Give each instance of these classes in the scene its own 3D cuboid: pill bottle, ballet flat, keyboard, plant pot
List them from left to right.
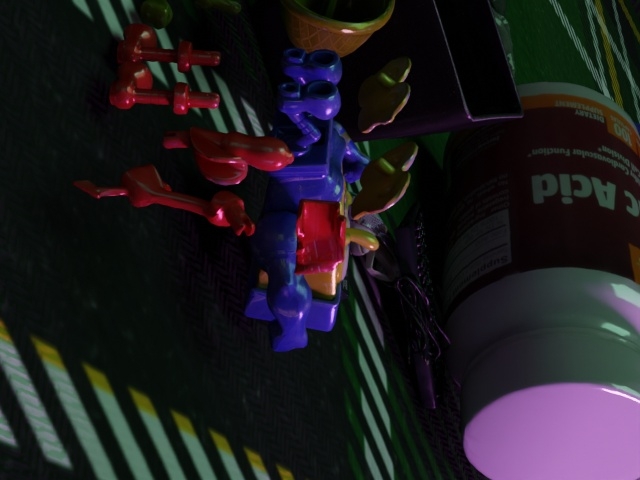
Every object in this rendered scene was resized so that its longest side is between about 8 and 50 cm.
[{"bbox_3d":[0.045,0.004,1.020,0.114,0.041,0.041,50,32,-39],"label":"ballet flat"},{"bbox_3d":[0.052,-0.168,0.991,0.188,0.167,0.187,-17,89,-67],"label":"plant pot"},{"bbox_3d":[0.103,0.067,1.044,0.100,0.038,0.192,-54,137,-59],"label":"keyboard"},{"bbox_3d":[0.236,0.042,1.170,0.224,0.224,0.392,52,31,-39],"label":"pill bottle"}]

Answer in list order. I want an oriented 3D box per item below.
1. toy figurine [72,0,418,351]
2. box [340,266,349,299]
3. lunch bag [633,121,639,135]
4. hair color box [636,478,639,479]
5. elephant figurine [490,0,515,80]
[{"bbox_3d":[-0.041,-0.044,0.811,0.362,0.191,0.217,-88,180,-51],"label":"toy figurine"},{"bbox_3d":[0.000,0.000,0.945,0.067,0.018,0.083,43,37,-48],"label":"box"},{"bbox_3d":[0.387,0.032,1.500,0.386,0.239,0.327,28,47,-28],"label":"lunch bag"},{"bbox_3d":[0.335,0.385,1.199,0.114,0.185,0.374,33,45,-56],"label":"hair color box"},{"bbox_3d":[0.121,-0.198,1.220,0.169,0.186,0.239,123,-24,-64],"label":"elephant figurine"}]
